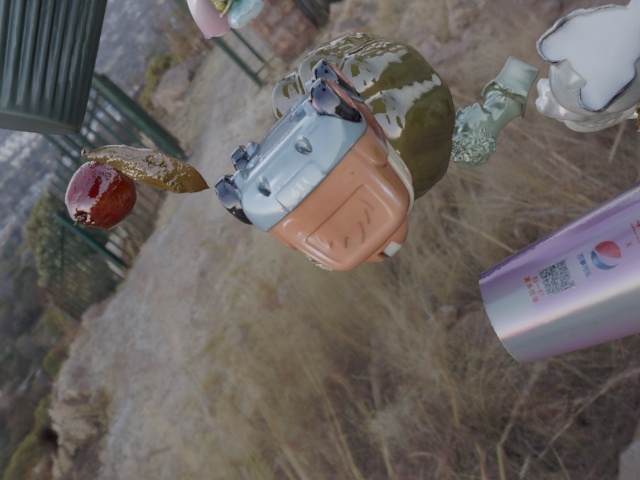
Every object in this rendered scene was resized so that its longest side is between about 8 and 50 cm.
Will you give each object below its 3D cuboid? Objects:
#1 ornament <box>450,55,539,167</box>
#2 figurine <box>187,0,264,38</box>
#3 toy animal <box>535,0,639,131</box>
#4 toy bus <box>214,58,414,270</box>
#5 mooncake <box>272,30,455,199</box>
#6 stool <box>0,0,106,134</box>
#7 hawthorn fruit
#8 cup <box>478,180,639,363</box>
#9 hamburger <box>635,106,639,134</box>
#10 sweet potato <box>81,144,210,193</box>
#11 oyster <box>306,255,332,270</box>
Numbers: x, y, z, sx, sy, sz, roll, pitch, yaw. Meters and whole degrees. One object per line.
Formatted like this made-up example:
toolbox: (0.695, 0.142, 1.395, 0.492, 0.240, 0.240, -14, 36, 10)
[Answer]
ornament: (0.392, -0.285, 1.639, 0.285, 0.130, 0.120, -46, -10, 2)
figurine: (-0.228, -0.700, 1.745, 0.284, 0.315, 0.206, -25, 47, 0)
toy animal: (0.527, -0.302, 1.338, 0.258, 0.357, 0.193, -28, 74, 20)
toy bus: (0.018, -0.082, 0.923, 0.194, 0.232, 0.287, -46, 13, 16)
mooncake: (0.075, -0.222, 1.450, 0.378, 0.378, 0.201, -16, 13, 46)
stool: (-0.487, -0.349, 1.134, 0.297, 0.297, 0.330, 8, 91, 59)
hawthorn fruit: (-0.467, -0.085, 1.513, 0.148, 0.148, 0.172, -27, 29, 34)
cup: (0.356, 0.039, 0.886, 0.288, 0.203, 0.203, -28, 31, 25)
hamburger: (0.620, -0.181, 1.044, 0.158, 0.319, 0.319, -61, 27, 2)
sweet potato: (-0.268, -0.114, 1.126, 0.068, 0.206, 0.060, -109, 39, -58)
oyster: (-0.001, -0.002, 1.632, 0.053, 0.165, 0.108, -27, 54, -39)
